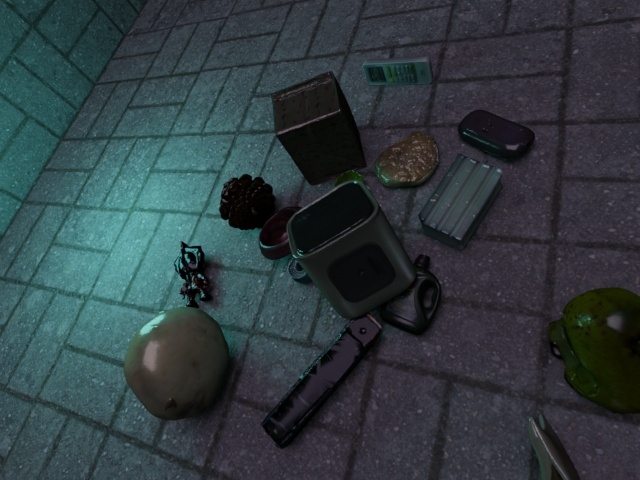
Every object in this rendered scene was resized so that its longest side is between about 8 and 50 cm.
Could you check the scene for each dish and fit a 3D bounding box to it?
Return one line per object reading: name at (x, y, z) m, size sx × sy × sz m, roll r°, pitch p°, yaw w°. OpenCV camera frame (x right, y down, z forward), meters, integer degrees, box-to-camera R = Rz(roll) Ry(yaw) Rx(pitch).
dish at (0.113, -0.174, 1.409) m, size 0.091 × 0.039 × 0.137 m, roll -41°, pitch 56°, yaw -7°

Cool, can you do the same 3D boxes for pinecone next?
pinecone at (-0.262, -0.135, 1.469) m, size 0.208 × 0.207 × 0.207 m, roll -11°, pitch 60°, yaw 19°

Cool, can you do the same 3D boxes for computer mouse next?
computer mouse at (0.533, -0.326, 1.293) m, size 0.120 × 0.057 × 0.232 m, roll -46°, pitch 53°, yaw -5°

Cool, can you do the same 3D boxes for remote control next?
remote control at (0.280, -0.615, 1.536) m, size 0.250 × 0.103 × 0.034 m, roll 11°, pitch 66°, yaw 27°

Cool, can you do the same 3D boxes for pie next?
pie at (0.285, -0.254, 1.368) m, size 0.218 × 0.052 × 0.185 m, roll -35°, pitch 53°, yaw 0°

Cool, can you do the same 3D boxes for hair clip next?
hair clip at (0.458, 0.499, 0.823) m, size 0.113 × 0.172 × 0.281 m, roll 5°, pitch 75°, yaw 35°

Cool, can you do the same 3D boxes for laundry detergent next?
laundry detergent at (0.261, 0.138, 1.153) m, size 0.144 × 0.078 × 0.221 m, roll 18°, pitch 70°, yaw 33°

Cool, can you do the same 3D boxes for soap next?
soap at (0.404, -0.115, 1.220) m, size 0.150 × 0.094 × 0.261 m, roll 30°, pitch 77°, yaw 28°

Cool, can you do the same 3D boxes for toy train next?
toy train at (0.012, 0.364, 1.132) m, size 0.086 × 0.089 × 0.409 m, roll 39°, pitch 82°, yaw 24°

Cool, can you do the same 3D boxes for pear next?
pear at (0.588, 0.228, 0.851) m, size 0.164 × 0.255 × 0.238 m, roll -22°, pitch 62°, yaw 10°

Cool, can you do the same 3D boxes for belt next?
belt at (0.000, 0.000, 1.344) m, size 0.087 × 0.072 × 0.302 m, roll 26°, pitch 76°, yaw 30°

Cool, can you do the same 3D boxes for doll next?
doll at (-0.452, 0.113, 1.484) m, size 0.127 × 0.088 × 0.248 m, roll -21°, pitch 64°, yaw -12°

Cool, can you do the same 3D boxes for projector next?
projector at (0.079, 0.020, 1.147) m, size 0.248 × 0.249 × 0.248 m, roll -31°, pitch 32°, yaw 7°

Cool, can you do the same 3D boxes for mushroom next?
mushroom at (-0.450, 0.361, 1.251) m, size 0.336 × 0.314 × 0.314 m, roll -21°, pitch 54°, yaw 38°

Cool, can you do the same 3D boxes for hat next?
hat at (-0.110, -0.018, 1.388) m, size 0.206 × 0.089 × 0.205 m, roll -22°, pitch 45°, yaw 24°

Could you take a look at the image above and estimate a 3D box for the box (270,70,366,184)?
box at (0.000, -0.360, 1.408) m, size 0.225 × 0.297 × 0.190 m, roll -16°, pitch 61°, yaw 15°
